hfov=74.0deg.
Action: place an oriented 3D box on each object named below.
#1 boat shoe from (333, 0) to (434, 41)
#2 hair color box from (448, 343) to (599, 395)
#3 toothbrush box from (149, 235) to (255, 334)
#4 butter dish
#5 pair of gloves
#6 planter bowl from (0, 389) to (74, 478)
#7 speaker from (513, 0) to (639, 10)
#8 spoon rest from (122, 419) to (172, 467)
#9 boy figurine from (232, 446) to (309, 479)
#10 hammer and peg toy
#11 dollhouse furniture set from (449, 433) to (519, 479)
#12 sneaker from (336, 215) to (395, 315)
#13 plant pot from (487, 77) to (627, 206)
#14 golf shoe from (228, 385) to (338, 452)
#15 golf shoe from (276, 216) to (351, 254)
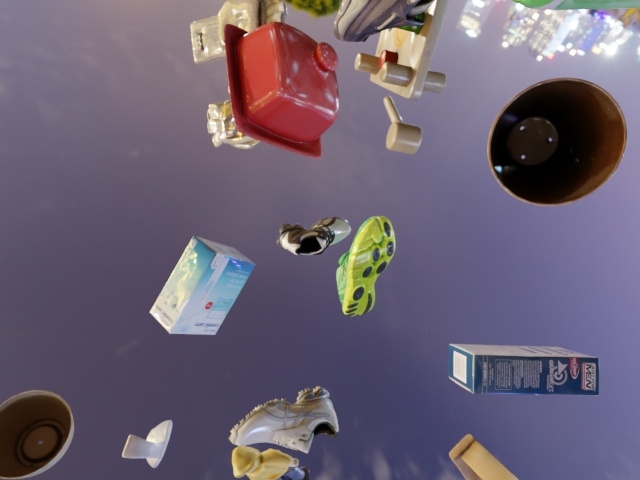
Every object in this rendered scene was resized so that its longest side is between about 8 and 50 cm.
[{"bbox_3d":[0.104,-0.360,0.622,0.130,0.133,0.355,21,-171,-7],"label":"boat shoe"},{"bbox_3d":[0.554,0.356,1.182,0.346,0.105,0.174,2,176,-4],"label":"hair color box"},{"bbox_3d":[-0.388,0.158,1.422,0.126,0.296,0.216,34,-177,30],"label":"toothbrush box"},{"bbox_3d":[-0.028,-0.206,0.539,0.160,0.118,0.160,8,-112,-47],"label":"butter dish"},{"bbox_3d":[-0.126,-0.280,0.723,0.042,0.204,0.241,-16,-83,-55],"label":"pair of gloves"},{"bbox_3d":[-0.590,0.407,0.875,0.161,0.109,0.162,8,-127,-10],"label":"planter bowl"},{"bbox_3d":[0.381,-0.374,0.554,0.296,0.131,0.131,-13,-130,-21],"label":"speaker"},{"bbox_3d":[-0.486,0.604,1.250,0.083,0.276,0.138,13,-111,3],"label":"spoon rest"},{"bbox_3d":[-0.150,0.699,1.297,0.285,0.177,0.092,44,-155,-35],"label":"boy figurine"},{"bbox_3d":[0.158,-0.378,0.854,0.127,0.362,0.266,5,-153,-15],"label":"hammer and peg toy"},{"bbox_3d":[0.276,0.644,0.838,0.394,0.362,0.256,-40,-148,-10],"label":"dollhouse furniture set"},{"bbox_3d":[0.086,0.055,0.998,0.109,0.296,0.124,-8,-135,-23],"label":"sneaker"},{"bbox_3d":[0.434,-0.193,0.834,0.215,0.216,0.230,31,-159,7],"label":"plant pot"},{"bbox_3d":[-0.050,0.293,0.662,0.176,0.069,0.086,-11,-134,-27],"label":"golf shoe"},{"bbox_3d":[0.000,0.000,0.991,0.198,0.077,0.094,-12,-146,-29],"label":"golf shoe"}]
